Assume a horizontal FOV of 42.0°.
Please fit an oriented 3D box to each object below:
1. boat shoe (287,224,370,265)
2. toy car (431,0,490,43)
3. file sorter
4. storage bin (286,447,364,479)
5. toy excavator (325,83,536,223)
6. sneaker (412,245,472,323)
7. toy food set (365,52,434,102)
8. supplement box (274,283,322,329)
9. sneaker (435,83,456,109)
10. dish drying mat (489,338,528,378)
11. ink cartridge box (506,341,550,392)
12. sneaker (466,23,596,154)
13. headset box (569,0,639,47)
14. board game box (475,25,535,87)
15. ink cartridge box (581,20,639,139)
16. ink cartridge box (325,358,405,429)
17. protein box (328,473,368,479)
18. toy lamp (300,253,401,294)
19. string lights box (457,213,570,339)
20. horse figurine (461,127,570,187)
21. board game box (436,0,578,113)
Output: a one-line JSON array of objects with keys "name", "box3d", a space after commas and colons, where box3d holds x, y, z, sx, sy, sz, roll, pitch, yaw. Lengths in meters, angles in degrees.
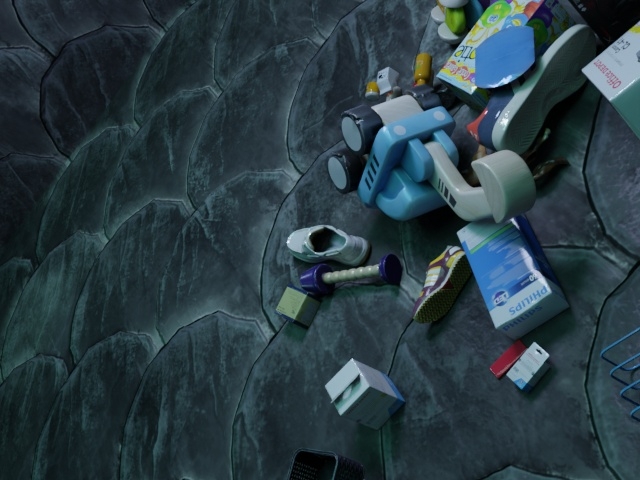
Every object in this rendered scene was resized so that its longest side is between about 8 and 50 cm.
[{"name": "boat shoe", "box3d": [0.000, 0.000, 2.095, 0.277, 0.096, 0.098, 4, 69, 47]}, {"name": "toy car", "box3d": [0.354, -0.596, 2.094, 0.136, 0.159, 0.181, -10, 50, -1]}, {"name": "file sorter", "box3d": [0.551, 0.239, 1.355, 0.104, 0.118, 0.170, -39, 43, 26]}, {"name": "storage bin", "box3d": [-0.002, 0.495, 1.577, 0.122, 0.084, 0.180, -6, 60, 45]}, {"name": "toy excavator", "box3d": [0.245, -0.144, 1.793, 0.445, 0.222, 0.432, 56, 153, 23]}, {"name": "sneaker", "box3d": [0.254, 0.095, 1.802, 0.185, 0.070, 0.084, -51, 31, -1]}, {"name": "toy food set", "box3d": [0.209, -0.372, 2.105, 0.232, 0.111, 0.104, -17, 56, 47]}, {"name": "supplement box", "box3d": [-0.056, 0.165, 2.079, 0.083, 0.056, 0.083, 19, 80, 50]}, {"name": "sneaker", "box3d": [0.335, -0.390, 2.031, 0.089, 0.051, 0.170, -52, 0, -43]}, {"name": "dish drying mat", "box3d": [0.369, 0.232, 1.632, 0.083, 0.008, 0.032, -47, 41, 12]}, {"name": "ink cartridge box", "box3d": [0.399, 0.241, 1.579, 0.083, 0.028, 0.048, -52, 40, 8]}, {"name": "sneaker", "box3d": [0.444, -0.335, 1.782, 0.350, 0.131, 0.148, -47, 36, -14]}, {"name": "headset box", "box3d": [0.647, -0.565, 1.688, 0.293, 0.218, 0.110, -33, 47, 27]}, {"name": "board game box", "box3d": [0.393, -0.379, 1.755, 0.133, 0.033, 0.168, -17, 49, 31]}, {"name": "ink cartridge box", "box3d": [0.667, -0.349, 1.545, 0.306, 0.131, 0.226, -40, 18, 20]}, {"name": "ink cartridge box", "box3d": [0.088, 0.323, 1.760, 0.092, 0.143, 0.090, -48, 41, 12]}, {"name": "protein box", "box3d": [0.063, 0.598, 1.616, 0.199, 0.136, 0.201, -52, 39, 6]}, {"name": "toy lamp", "box3d": [0.066, 0.084, 1.992, 0.275, 0.080, 0.080, -9, 60, 40]}, {"name": "string lights box", "box3d": [0.382, 0.054, 1.678, 0.133, 0.077, 0.259, -37, 44, 24]}, {"name": "horse figurine", "box3d": [0.404, -0.169, 1.809, 0.263, 0.066, 0.174, 20, 74, 53]}, {"name": "board game box", "box3d": [0.423, -0.428, 1.892, 0.275, 0.142, 0.144, -53, 39, 6]}]
